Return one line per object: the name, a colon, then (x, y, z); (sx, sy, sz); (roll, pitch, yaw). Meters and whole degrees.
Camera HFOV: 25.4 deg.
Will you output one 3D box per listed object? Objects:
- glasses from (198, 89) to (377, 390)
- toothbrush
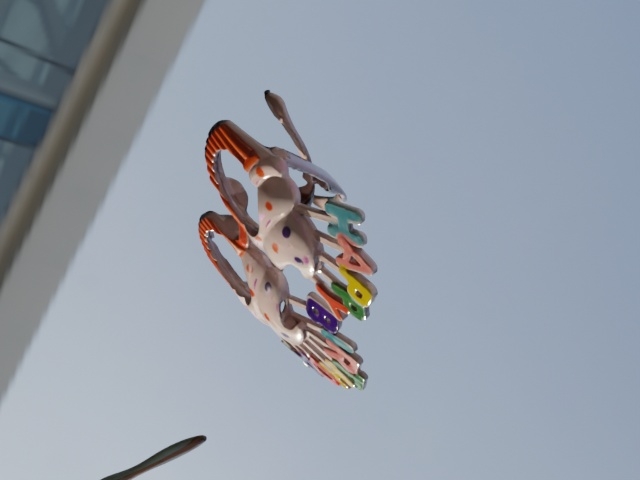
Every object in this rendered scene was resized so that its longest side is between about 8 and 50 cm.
glasses: (-0.001, 0.008, 0.954); (0.095, 0.255, 0.162); (-30, -112, -17)
toothbrush: (-0.180, 0.210, 1.251); (0.193, 0.013, 0.019); (-26, -158, 18)
